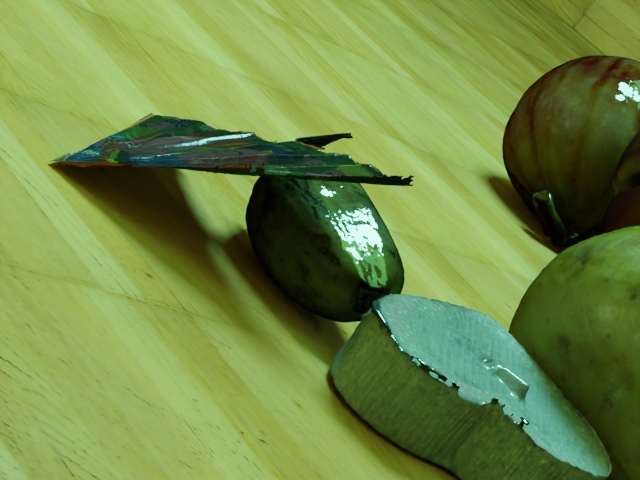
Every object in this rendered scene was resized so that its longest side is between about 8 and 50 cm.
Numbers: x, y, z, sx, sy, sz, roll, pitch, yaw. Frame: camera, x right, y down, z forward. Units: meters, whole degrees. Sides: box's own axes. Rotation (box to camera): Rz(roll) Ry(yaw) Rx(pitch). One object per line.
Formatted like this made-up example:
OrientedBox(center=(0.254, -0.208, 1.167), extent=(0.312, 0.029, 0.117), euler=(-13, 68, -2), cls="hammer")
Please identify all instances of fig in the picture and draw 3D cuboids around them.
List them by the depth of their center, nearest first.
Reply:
OrientedBox(center=(0.307, -0.085, 2.075), extent=(0.235, 0.214, 0.235), euler=(8, -8, 1), cls="fig")

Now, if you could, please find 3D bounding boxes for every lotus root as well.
OrientedBox(center=(0.000, 0.000, 1.331), extent=(0.089, 0.080, 0.179), euler=(4, 32, -25), cls="lotus root")

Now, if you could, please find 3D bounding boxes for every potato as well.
OrientedBox(center=(0.242, 0.089, 1.364), extent=(0.242, 0.242, 0.285), euler=(43, 12, 24), cls="potato")

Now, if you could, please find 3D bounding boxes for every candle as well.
OrientedBox(center=(0.098, 0.100, 1.263), extent=(0.192, 0.068, 0.168), euler=(36, 18, -8), cls="candle")

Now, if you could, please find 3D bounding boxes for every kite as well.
OrientedBox(center=(-0.083, -0.060, 1.317), extent=(0.234, 0.016, 0.321), euler=(-9, 14, -34), cls="kite")

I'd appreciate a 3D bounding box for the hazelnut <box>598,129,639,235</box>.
OrientedBox(center=(0.435, 0.003, 1.815), extent=(0.359, 0.359, 0.409), euler=(39, 12, 12), cls="hazelnut")
